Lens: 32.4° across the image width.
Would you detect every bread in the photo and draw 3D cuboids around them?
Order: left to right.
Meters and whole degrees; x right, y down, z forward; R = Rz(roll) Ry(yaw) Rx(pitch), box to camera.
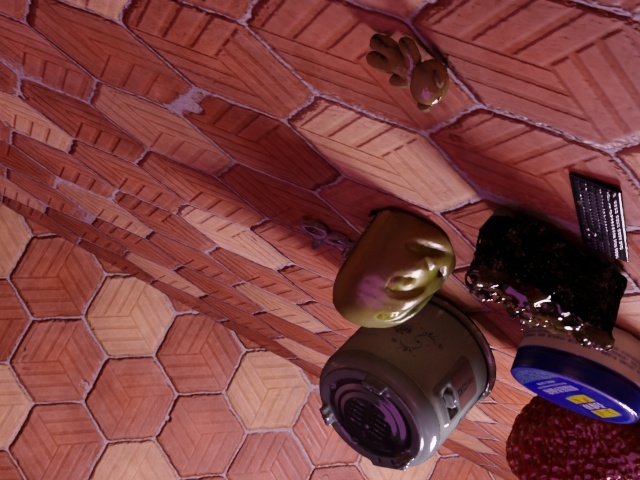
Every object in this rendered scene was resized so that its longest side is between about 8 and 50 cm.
[{"bbox_3d":[0.103,0.063,1.685,0.158,0.156,0.261,29,167,-2],"label":"bread"}]

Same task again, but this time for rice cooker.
[{"bbox_3d":[0.159,0.239,1.958,0.264,0.317,0.316,-4,148,43],"label":"rice cooker"}]

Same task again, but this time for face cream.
[{"bbox_3d":[0.404,0.191,1.685,0.206,0.111,0.206,24,166,6],"label":"face cream"}]

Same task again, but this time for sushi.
[{"bbox_3d":[0.280,0.053,1.413,0.212,0.115,0.147,30,172,-20],"label":"sushi"}]

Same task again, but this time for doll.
[{"bbox_3d":[0.086,-0.171,1.099,0.093,0.051,0.061,22,137,9],"label":"doll"}]

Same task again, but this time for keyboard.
[{"bbox_3d":[0.324,-0.024,1.272,0.063,0.010,0.198,22,165,26],"label":"keyboard"}]

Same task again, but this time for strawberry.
[{"bbox_3d":[0.492,0.371,1.889,0.312,0.267,0.351,54,154,15],"label":"strawberry"}]

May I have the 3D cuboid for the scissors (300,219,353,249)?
[{"bbox_3d":[0.000,0.000,1.938,0.100,0.015,0.189,26,167,-5],"label":"scissors"}]
